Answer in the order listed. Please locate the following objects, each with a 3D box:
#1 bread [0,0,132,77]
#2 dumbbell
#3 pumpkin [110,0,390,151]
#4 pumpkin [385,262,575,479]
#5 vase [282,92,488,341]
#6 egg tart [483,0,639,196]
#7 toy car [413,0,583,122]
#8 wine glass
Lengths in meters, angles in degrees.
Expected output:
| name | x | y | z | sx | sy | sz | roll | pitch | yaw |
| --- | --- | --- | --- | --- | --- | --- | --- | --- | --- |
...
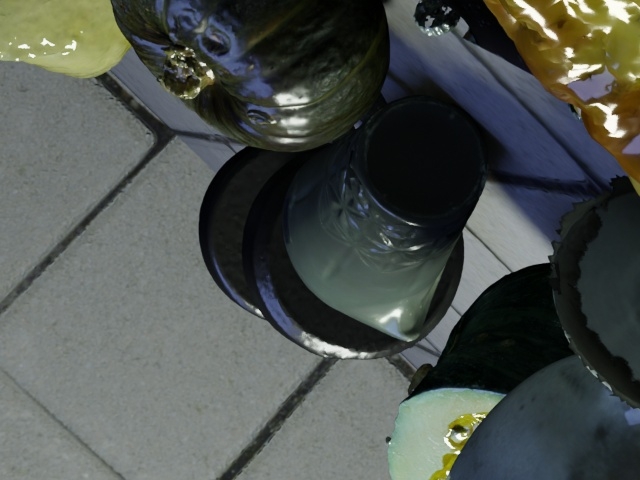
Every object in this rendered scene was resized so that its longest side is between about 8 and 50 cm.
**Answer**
| name | x | y | z | sx | sy | sz | roll | pitch | yaw |
| --- | --- | --- | --- | --- | --- | --- | --- | --- | --- |
| bread | -0.256 | -0.278 | 1.396 | 0.320 | 0.237 | 0.320 | 39 | -171 | -7 |
| dumbbell | 0.000 | 0.000 | 1.743 | 0.204 | 0.204 | 0.322 | 45 | 174 | -14 |
| pumpkin | -0.053 | -0.157 | 1.214 | 0.223 | 0.157 | 0.224 | 38 | 162 | 14 |
| pumpkin | 0.207 | 0.135 | 1.344 | 0.263 | 0.197 | 0.293 | 23 | 149 | 11 |
| vase | 0.054 | -0.047 | 1.443 | 0.301 | 0.156 | 0.251 | 129 | 120 | -79 |
| egg tart | 0.174 | -0.056 | 0.455 | 0.352 | 0.150 | 0.352 | 37 | 176 | 3 |
| toy car | 0.099 | -0.125 | 0.900 | 0.205 | 0.056 | 0.095 | 34 | 170 | 37 |
| wine glass | 0.180 | 0.135 | 1.044 | 0.190 | 0.190 | 0.357 | 41 | 143 | 19 |
